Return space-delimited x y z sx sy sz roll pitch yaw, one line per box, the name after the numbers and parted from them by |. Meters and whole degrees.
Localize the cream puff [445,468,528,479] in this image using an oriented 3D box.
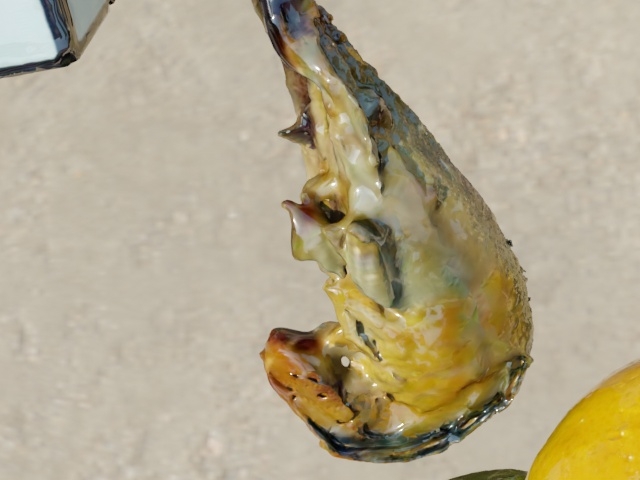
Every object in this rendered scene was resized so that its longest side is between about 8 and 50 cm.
0.199 0.353 1.724 0.274 0.323 0.270 10 126 -13 | cream puff

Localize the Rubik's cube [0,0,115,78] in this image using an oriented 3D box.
-0.292 -0.266 1.293 0.283 0.288 0.294 -11 114 15 | Rubik's cube

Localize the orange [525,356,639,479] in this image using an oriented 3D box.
0.143 0.116 0.765 0.156 0.124 0.156 -16 109 -61 | orange

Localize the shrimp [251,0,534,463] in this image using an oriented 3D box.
0.007 -0.004 0.796 0.117 0.066 0.262 -41 121 -7 | shrimp
